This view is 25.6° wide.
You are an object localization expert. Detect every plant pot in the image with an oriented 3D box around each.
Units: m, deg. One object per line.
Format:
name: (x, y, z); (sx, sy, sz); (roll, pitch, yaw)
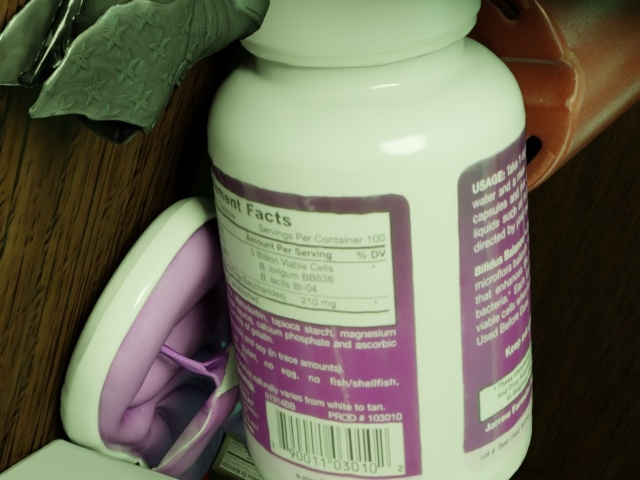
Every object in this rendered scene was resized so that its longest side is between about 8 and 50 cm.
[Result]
plant pot: (0.139, -0.174, 0.966); (0.265, 0.272, 0.272); (-43, 160, -39)

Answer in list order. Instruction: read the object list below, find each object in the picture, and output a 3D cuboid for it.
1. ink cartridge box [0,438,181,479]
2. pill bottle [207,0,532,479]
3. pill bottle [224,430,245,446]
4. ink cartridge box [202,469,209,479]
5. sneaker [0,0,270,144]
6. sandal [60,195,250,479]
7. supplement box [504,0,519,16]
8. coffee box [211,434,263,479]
ink cartridge box: (-0.152, 0.322, 0.677); (0.279, 0.160, 0.385); (-27, 134, -82)
pill bottle: (0.028, -0.013, 0.764); (0.169, 0.169, 0.302); (-53, 143, -58)
pill bottle: (-0.003, 0.068, 1.207); (0.229, 0.131, 0.131); (-59, 171, -37)
ink cartridge box: (-0.120, 0.371, 1.402); (0.309, 0.130, 0.272); (103, 13, -59)
sneaker: (-0.073, -0.080, 0.562); (0.089, 0.051, 0.170); (-65, 168, 2)
sandal: (-0.073, 0.095, 0.915); (0.169, 0.102, 0.416); (-62, 172, -20)
supplement box: (0.154, -0.259, 1.236); (0.073, 0.130, 0.239); (-57, 169, -43)
coffee box: (-0.012, 0.137, 1.494); (0.141, 0.098, 0.247); (-39, 153, -75)
